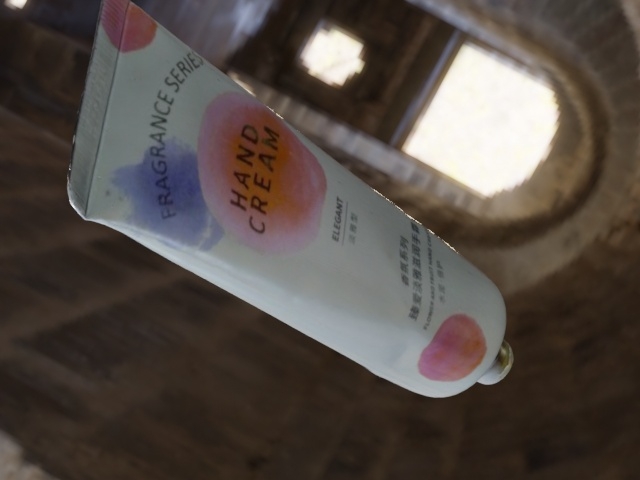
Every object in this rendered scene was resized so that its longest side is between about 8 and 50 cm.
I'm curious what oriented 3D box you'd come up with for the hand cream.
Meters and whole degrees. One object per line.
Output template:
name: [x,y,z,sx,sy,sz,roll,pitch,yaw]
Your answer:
hand cream: [0.000,0.000,0.823,0.077,0.340,0.124,-16,-126,36]
